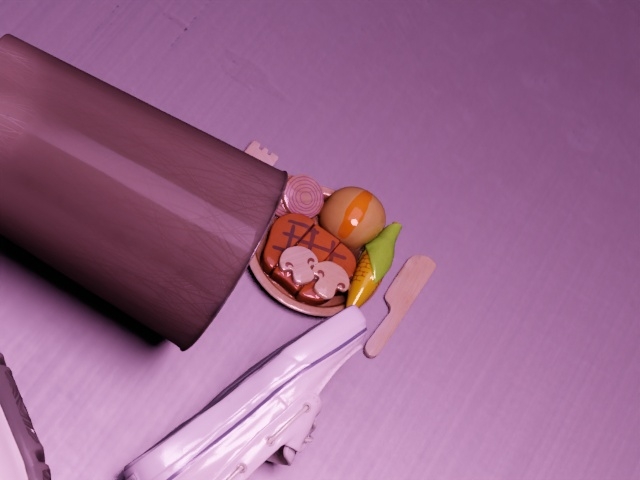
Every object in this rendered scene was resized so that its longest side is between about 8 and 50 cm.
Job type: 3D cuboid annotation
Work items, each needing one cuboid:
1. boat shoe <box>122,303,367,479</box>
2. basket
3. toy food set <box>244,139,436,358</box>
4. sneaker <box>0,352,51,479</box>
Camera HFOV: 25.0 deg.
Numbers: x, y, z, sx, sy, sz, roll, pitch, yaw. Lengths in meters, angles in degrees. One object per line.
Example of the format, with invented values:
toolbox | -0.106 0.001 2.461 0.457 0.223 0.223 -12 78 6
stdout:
boat shoe | -0.043 0.138 1.095 0.226 0.083 0.075 -36 91 -20
basket | -0.161 -0.040 1.058 0.227 0.204 0.154 30 83 -8
toy food set | 0.000 0.000 1.198 0.192 0.038 0.132 33 57 0
sneaker | -0.345 0.117 0.962 0.258 0.169 0.447 -22 64 -19
